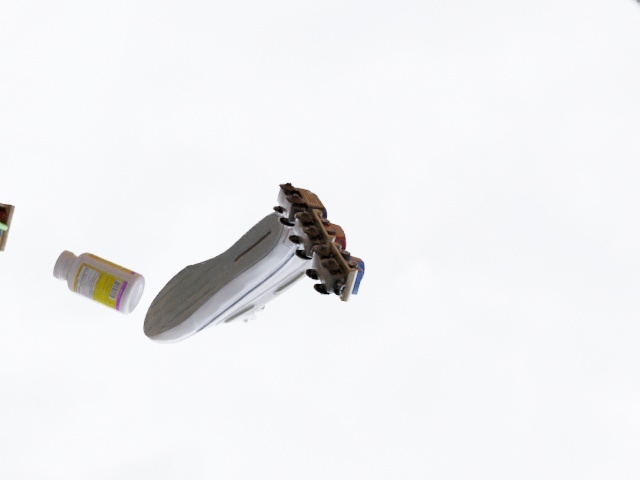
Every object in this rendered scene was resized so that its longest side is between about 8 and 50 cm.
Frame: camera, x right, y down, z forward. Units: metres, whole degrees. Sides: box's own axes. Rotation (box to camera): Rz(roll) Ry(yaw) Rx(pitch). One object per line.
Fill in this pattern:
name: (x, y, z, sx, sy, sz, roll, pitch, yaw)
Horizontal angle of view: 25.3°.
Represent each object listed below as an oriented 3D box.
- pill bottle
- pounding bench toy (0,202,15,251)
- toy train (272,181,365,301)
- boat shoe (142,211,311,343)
pill bottle: (-0.214, 0.038, 1.376, 0.083, 0.043, 0.043, 23, -116, 11)
pounding bench toy: (-0.349, -0.019, 1.487, 0.083, 0.065, 0.052, 6, -99, 48)
toy train: (0.000, 0.000, 0.993, 0.036, 0.027, 0.158, 9, -157, -19)
boat shoe: (-0.088, 0.056, 1.469, 0.226, 0.075, 0.083, -32, -141, 35)
